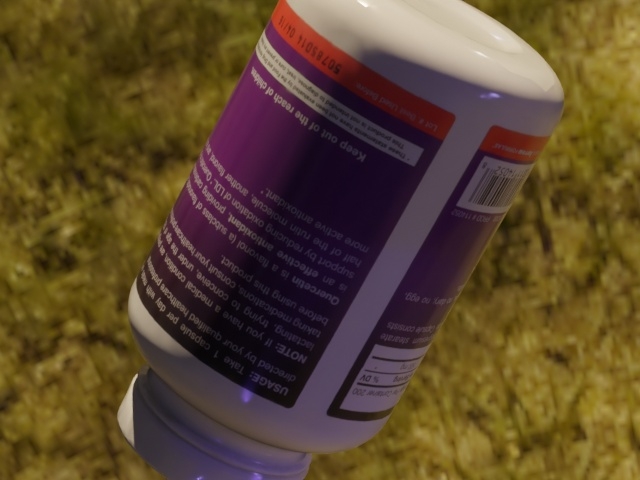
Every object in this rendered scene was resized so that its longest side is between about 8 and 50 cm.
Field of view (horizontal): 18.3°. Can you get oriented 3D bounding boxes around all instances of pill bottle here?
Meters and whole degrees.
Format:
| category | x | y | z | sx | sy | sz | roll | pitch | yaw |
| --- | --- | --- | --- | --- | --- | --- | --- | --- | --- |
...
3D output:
| category | x | y | z | sx | sy | sz | roll | pitch | yaw |
| --- | --- | --- | --- | --- | --- | --- | --- | --- | --- |
| pill bottle | 0.000 | 0.000 | 1.214 | 0.181 | 0.181 | 0.323 | 44 | 112 | 40 |
